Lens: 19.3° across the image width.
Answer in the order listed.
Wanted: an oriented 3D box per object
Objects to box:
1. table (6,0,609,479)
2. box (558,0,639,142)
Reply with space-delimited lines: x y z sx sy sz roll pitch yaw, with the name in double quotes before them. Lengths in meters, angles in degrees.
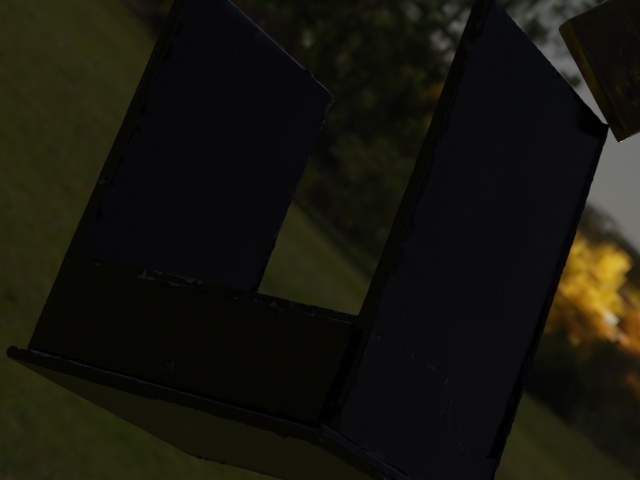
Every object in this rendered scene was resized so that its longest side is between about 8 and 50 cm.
"table" 0.000 0.000 1.176 0.250 0.282 0.196 11 -17 38
"box" 0.239 -0.134 1.227 0.089 0.156 0.022 64 -18 4
